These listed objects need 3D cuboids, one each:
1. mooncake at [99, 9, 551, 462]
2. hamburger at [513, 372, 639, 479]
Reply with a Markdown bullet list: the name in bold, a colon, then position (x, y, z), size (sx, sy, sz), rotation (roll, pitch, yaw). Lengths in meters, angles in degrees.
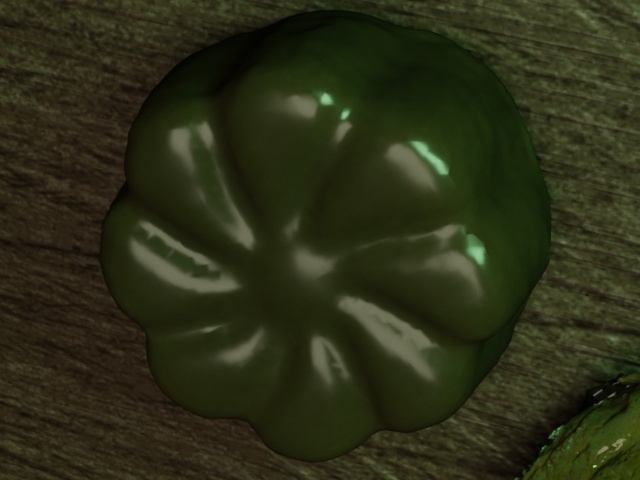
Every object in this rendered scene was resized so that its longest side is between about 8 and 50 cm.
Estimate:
- **mooncake**: position (0.000, 0.000, 1.236), size (0.379, 0.201, 0.378), rotation (7, 112, 17)
- **hamburger**: position (0.274, 0.246, 1.216), size (0.134, 0.265, 0.285), rotation (25, 132, -36)
